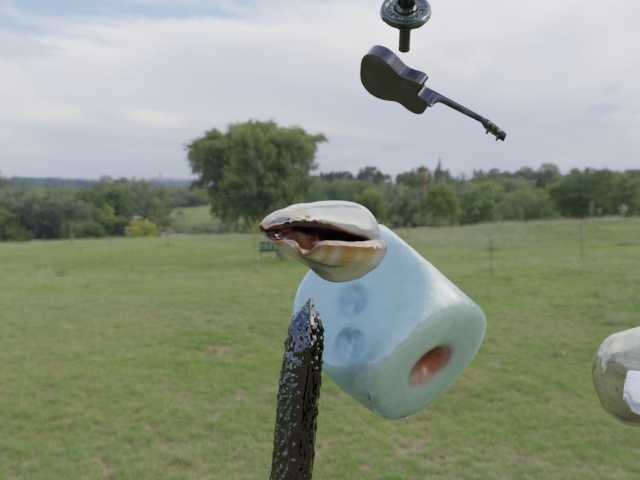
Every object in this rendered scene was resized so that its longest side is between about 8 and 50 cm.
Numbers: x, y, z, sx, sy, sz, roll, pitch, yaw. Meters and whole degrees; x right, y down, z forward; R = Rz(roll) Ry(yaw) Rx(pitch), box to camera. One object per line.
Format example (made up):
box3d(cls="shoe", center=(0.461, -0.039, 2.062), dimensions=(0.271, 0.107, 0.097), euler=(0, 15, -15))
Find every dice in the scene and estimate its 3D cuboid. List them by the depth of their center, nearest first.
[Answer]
box3d(cls="dice", center=(0.127, 0.149, 1.205), dimensions=(0.264, 0.268, 0.262), euler=(34, 9, -50))

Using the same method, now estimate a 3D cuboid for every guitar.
box3d(cls="guitar", center=(0.157, -0.199, 0.903), dimensions=(0.233, 0.025, 0.088), euler=(33, -21, 15))

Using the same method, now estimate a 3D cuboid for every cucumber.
box3d(cls="cucumber", center=(-0.035, 0.240, 1.004), dimensions=(0.072, 0.300, 0.072), euler=(5, 3, 0))

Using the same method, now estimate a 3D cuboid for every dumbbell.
box3d(cls="dumbbell", center=(0.126, -0.379, 0.923), dimensions=(0.081, 0.082, 0.254), euler=(-1, -35, 5))

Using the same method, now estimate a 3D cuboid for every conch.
box3d(cls="conch", center=(0.010, -0.006, 0.704), dimensions=(0.094, 0.104, 0.176), euler=(-32, -26, 13))

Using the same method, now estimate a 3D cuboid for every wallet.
box3d(cls="wallet", center=(0.584, 0.247, 1.016), dimensions=(0.190, 0.033, 0.095), euler=(0, 26, 18))

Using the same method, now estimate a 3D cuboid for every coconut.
box3d(cls="coconut", center=(0.677, 0.276, 1.303), dimensions=(0.224, 0.224, 0.224), euler=(-1, 2, 0))
